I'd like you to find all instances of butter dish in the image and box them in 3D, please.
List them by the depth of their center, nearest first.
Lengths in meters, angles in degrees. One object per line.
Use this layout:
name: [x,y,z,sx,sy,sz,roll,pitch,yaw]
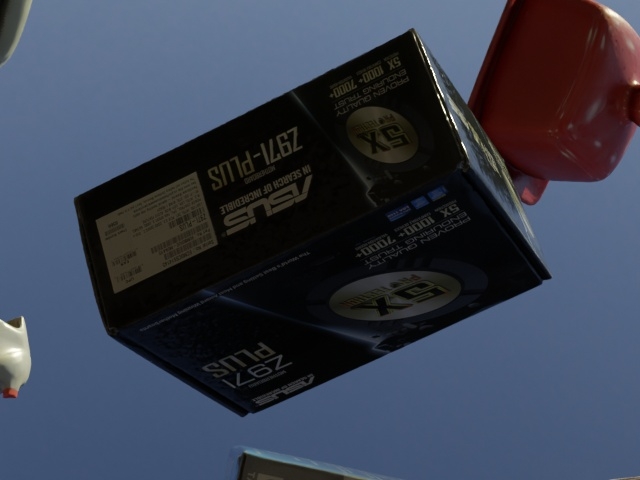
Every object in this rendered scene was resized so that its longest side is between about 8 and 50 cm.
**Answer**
butter dish: [0.193,-0.108,1.073,0.118,0.160,0.160,17,-98,33]

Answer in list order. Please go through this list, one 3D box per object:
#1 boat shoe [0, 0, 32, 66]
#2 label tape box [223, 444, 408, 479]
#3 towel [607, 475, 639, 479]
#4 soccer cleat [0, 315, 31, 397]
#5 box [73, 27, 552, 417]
boat shoe: [-0.155,-0.160,0.574,0.095,0.254,0.079,39,-137,13]
label tape box: [0.078,0.263,1.294,0.334,0.240,0.106,12,-97,-3]
towel: [0.127,0.319,0.927,0.317,0.053,0.331,-20,-131,48]
soccer cleat: [-0.304,0.070,1.109,0.068,0.196,0.076,-20,-120,35]
box: [0.000,0.000,0.702,0.180,0.147,0.077,-25,-118,12]
